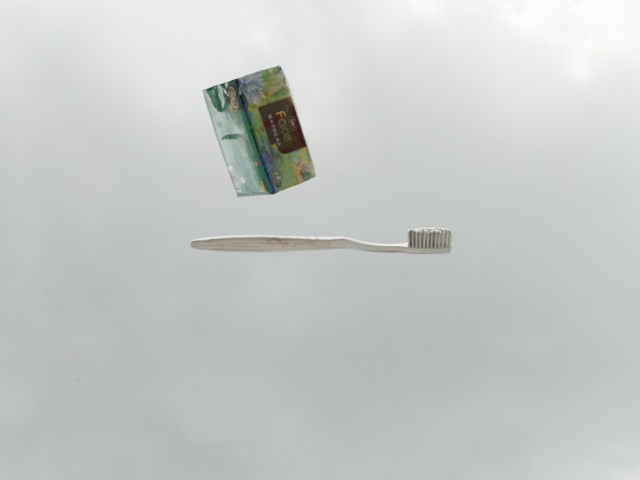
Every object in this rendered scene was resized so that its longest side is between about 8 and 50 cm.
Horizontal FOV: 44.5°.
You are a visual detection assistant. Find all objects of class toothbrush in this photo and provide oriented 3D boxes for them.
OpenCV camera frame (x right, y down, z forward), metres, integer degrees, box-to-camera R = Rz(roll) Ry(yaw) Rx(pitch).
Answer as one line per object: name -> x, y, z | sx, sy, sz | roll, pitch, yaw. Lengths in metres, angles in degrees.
toothbrush -> 0.000, 0.000, 0.910 | 0.307, 0.025, 0.030 | 0, -68, 4

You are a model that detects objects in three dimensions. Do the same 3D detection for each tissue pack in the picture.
tissue pack -> -0.050, -0.105, 0.747 | 0.085, 0.079, 0.111 | 3, -65, 58
